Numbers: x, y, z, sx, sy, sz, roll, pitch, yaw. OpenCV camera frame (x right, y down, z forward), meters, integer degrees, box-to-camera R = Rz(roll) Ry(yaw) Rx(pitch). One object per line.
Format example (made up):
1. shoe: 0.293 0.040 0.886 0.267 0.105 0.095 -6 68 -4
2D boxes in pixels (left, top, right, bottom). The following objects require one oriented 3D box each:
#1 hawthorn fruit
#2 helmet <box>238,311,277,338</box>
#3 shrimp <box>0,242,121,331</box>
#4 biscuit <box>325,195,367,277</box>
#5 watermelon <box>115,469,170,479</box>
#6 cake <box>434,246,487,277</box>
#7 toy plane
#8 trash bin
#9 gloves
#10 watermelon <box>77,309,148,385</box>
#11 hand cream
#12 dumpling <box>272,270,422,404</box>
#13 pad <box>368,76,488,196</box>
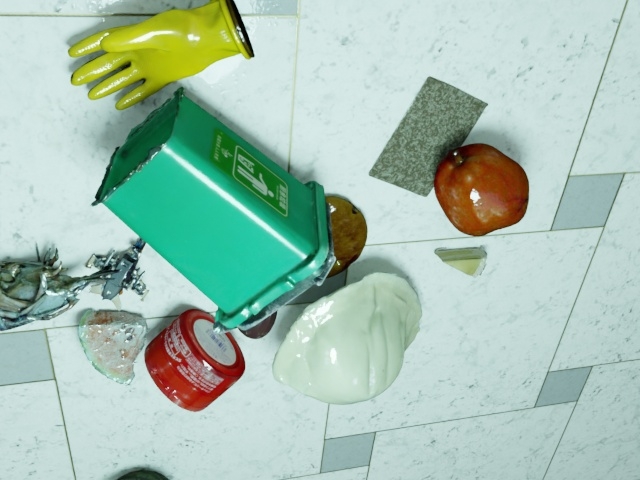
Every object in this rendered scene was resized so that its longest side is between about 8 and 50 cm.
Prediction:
1. hawthorn fruit: 0.317 -0.114 1.352 0.185 0.185 0.202 -38 122 11
2. helmet: -0.139 0.165 1.476 0.098 0.070 0.123 9 123 -22
3. shrimp: -0.560 0.107 1.241 0.371 0.172 0.137 -21 123 7
4. biscuit: 0.000 0.000 1.421 0.212 0.036 0.212 -7 126 -10
5. watermelon: -0.451 0.678 1.667 0.212 0.212 0.212 -8 127 -11
6. cake: 0.317 0.049 1.546 0.121 0.052 0.065 0 127 -18
7. toy plane: -0.380 0.047 1.321 0.135 0.062 0.188 35 109 -6
8. trash bin: -0.190 -0.045 1.202 0.295 0.259 0.381 -36 121 23
9. gloves: -0.264 -0.299 1.090 0.294 0.116 0.133 -20 121 5
10. watermelon: -0.425 0.209 1.426 0.139 0.071 0.187 -29 120 -4
11. hand cream: -0.263 0.251 1.426 0.125 0.193 0.193 -40 126 15
12. dumpling: 0.093 0.208 1.491 0.394 0.233 0.316 5 121 -38
13. pad: 0.217 -0.204 1.362 0.158 0.003 0.235 17 118 -27
